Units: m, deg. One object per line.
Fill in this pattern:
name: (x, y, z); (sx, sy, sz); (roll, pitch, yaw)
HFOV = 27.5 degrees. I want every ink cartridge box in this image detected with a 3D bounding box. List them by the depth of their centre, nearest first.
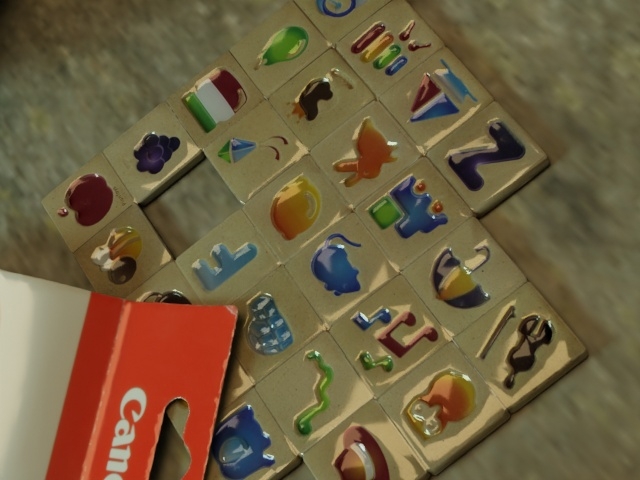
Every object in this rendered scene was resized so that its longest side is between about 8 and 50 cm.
ink cartridge box: (-0.135, 0.085, 0.567); (0.179, 0.045, 0.145); (2, 71, 28)

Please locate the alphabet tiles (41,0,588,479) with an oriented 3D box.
alphabet tiles: (0.000, 0.000, 0.576); (0.198, 0.009, 0.237); (-38, 58, 2)
